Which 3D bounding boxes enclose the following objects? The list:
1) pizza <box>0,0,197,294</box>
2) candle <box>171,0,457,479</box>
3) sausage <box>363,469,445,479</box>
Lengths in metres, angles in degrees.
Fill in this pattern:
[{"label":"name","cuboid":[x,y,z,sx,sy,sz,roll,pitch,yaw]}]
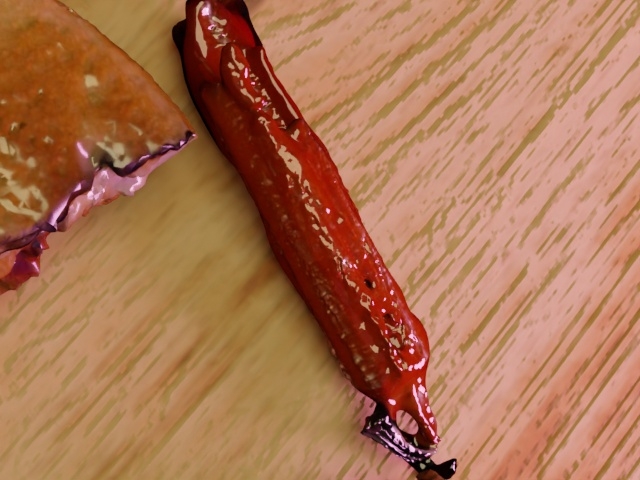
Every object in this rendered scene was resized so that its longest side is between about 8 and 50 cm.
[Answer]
[{"label":"pizza","cuboid":[-0.259,-0.032,0.671,0.409,0.114,0.277,-5,80,-17]},{"label":"candle","cuboid":[0.000,0.000,0.776,0.059,0.084,0.301,-26,95,12]},{"label":"sausage","cuboid":[0.064,0.255,0.726,0.109,0.109,0.270,-12,83,-19]}]
